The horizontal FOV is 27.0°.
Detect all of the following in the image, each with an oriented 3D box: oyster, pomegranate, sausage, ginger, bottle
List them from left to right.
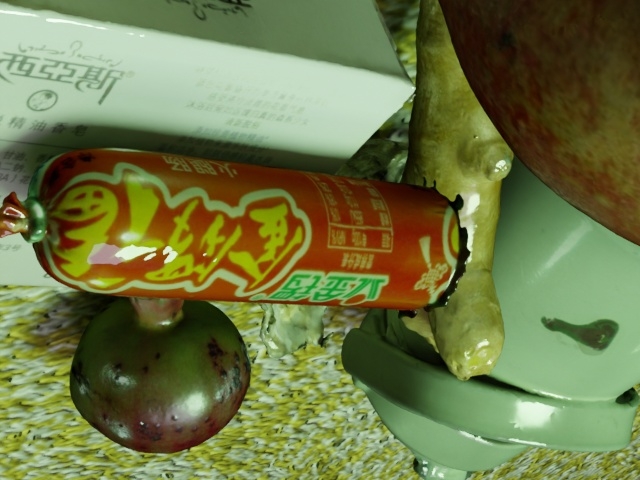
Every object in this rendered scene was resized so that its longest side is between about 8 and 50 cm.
[{"bbox_3d":[-0.106,0.080,0.951,0.129,0.129,0.159,3,133,-37],"label":"pomegranate"},{"bbox_3d":[-0.042,-0.003,0.667,0.264,0.083,0.083,4,141,-40],"label":"sausage"},{"bbox_3d":[0.003,0.001,0.843,0.200,0.061,0.106,-28,129,-62],"label":"oyster"},{"bbox_3d":[0.077,-0.065,0.779,0.065,0.118,0.298,-12,118,-23],"label":"ginger"},{"bbox_3d":[0.147,0.050,0.965,0.229,0.229,0.351,1,143,-35],"label":"bottle"}]

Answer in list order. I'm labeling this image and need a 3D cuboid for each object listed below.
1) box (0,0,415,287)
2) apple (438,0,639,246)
[{"bbox_3d":[-0.125,-0.075,0.683,0.274,0.116,0.203,4,143,-40],"label":"box"},{"bbox_3d":[0.220,-0.153,0.565,0.348,0.348,0.277,-36,158,23],"label":"apple"}]
